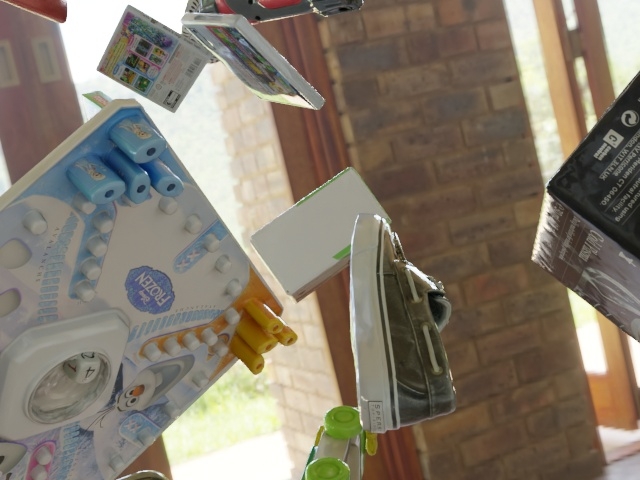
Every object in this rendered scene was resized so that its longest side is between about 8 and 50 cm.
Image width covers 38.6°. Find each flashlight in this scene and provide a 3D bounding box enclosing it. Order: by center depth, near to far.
[{"bbox_3d":[-0.074,-0.426,1.558,0.304,0.103,0.103,0,1,42],"label":"flashlight"}]

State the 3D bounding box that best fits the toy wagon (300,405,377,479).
[{"bbox_3d":[0.024,0.364,1.267,0.068,0.267,0.344,4,24,10],"label":"toy wagon"}]

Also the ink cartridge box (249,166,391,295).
[{"bbox_3d":[0.000,0.000,1.520,0.198,0.115,0.273,-36,-6,-3],"label":"ink cartridge box"}]

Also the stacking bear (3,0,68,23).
[{"bbox_3d":[-0.353,-0.441,1.164,0.164,0.289,0.175,22,6,6],"label":"stacking bear"}]

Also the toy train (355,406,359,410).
[{"bbox_3d":[0.093,0.423,2.096,0.023,0.083,0.017,-14,-16,29],"label":"toy train"}]

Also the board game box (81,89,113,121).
[{"bbox_3d":[-0.426,-0.142,1.954,0.046,0.317,0.213,-20,31,-27],"label":"board game box"}]

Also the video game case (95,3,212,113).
[{"bbox_3d":[-0.261,-0.278,1.419,0.143,0.019,0.157,28,-37,-15],"label":"video game case"}]

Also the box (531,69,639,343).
[{"bbox_3d":[0.596,0.017,1.371,0.297,0.471,0.480,-50,-17,-4],"label":"box"}]

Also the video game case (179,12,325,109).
[{"bbox_3d":[-0.108,-0.283,1.438,0.183,0.201,0.023,21,73,53],"label":"video game case"}]

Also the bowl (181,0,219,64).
[{"bbox_3d":[-0.199,-0.409,1.762,0.080,0.170,0.170,13,9,12],"label":"bowl"}]

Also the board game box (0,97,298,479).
[{"bbox_3d":[-0.215,0.126,0.783,0.390,0.050,0.390,-44,-31,-10],"label":"board game box"}]

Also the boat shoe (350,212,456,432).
[{"bbox_3d":[0.095,0.091,1.076,0.119,0.121,0.335,-2,41,0],"label":"boat shoe"}]

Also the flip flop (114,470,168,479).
[{"bbox_3d":[-0.332,0.345,1.198,0.277,0.080,0.112,-19,-38,2],"label":"flip flop"}]
